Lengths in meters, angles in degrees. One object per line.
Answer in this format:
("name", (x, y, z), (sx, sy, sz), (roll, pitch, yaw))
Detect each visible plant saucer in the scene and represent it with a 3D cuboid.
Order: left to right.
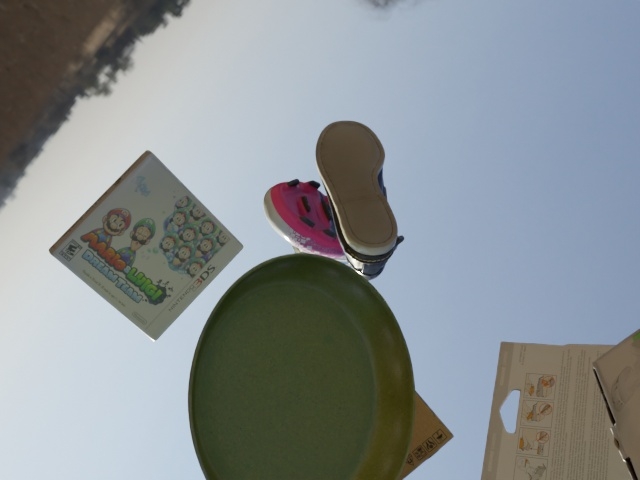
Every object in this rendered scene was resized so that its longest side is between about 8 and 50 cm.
("plant saucer", (-0.016, 0.132, 0.736), (0.037, 0.241, 0.241), (-12, -136, 50))

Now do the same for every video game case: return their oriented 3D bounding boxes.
("video game case", (-0.178, 0.008, 0.915), (0.143, 0.157, 0.019), (-47, -147, -8))

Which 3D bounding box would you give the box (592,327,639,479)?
("box", (0.440, 0.245, 0.954), (0.127, 0.231, 0.262), (-41, -158, 24))

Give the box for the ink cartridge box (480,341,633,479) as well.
("ink cartridge box", (0.450, 0.333, 1.613), (0.261, 0.066, 0.296), (-1, -124, 27))

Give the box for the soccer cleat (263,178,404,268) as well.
("soccer cleat", (0.000, 0.000, 1.321), (0.143, 0.331, 0.116), (-34, -115, 25))

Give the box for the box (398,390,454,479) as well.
("box", (0.064, 0.284, 1.267), (0.201, 0.164, 0.021), (-40, 174, 3))

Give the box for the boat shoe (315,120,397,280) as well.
("boat shoe", (0.035, -0.046, 0.914), (0.065, 0.075, 0.206), (93, -10, -45))
